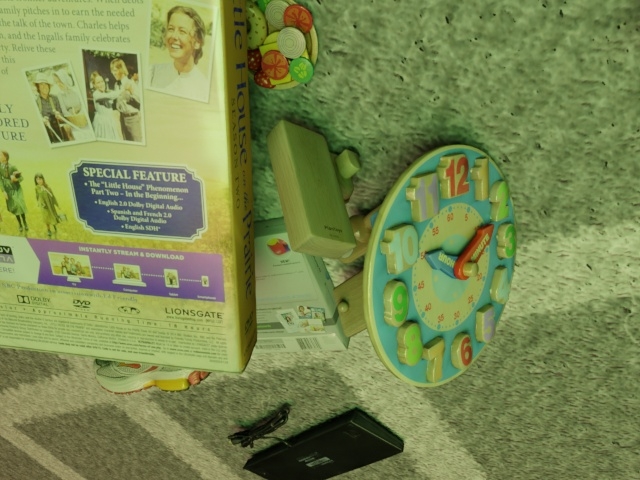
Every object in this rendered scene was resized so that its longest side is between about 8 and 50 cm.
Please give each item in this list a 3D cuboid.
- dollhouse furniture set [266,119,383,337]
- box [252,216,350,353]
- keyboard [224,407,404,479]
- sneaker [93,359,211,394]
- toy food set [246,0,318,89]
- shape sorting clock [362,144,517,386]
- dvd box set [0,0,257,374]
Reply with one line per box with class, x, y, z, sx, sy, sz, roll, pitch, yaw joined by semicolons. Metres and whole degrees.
dollhouse furniture set;0.000;0.000;0.453;0.151;0.144;0.123;11;143;-41
box;-0.058;0.063;0.590;0.145;0.038;0.186;-9;125;23
keyboard;-0.033;0.347;0.814;0.201;0.033;0.317;35;129;-19
sneaker;-0.258;0.169;0.724;0.225;0.088;0.093;-13;102;26
toy food set;-0.041;-0.169;0.411;0.082;0.020;0.083;-5;125;22
shape sorting clock;0.113;0.023;0.406;0.040;0.206;0.206;6;135;51
dvd box set;-0.207;-0.099;0.369;0.307;0.062;0.421;4;113;7
